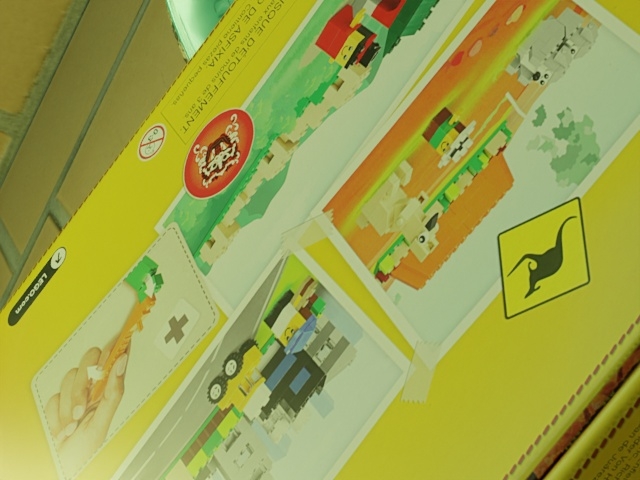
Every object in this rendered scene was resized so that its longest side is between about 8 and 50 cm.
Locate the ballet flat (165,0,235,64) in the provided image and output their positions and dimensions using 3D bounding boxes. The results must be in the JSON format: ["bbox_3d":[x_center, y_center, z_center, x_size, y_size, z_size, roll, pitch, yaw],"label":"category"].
[{"bbox_3d":[0.034,-0.006,1.037,0.164,0.182,0.482,-18,87,32],"label":"ballet flat"}]

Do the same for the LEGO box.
[{"bbox_3d":[0.071,0.025,0.740,0.500,0.193,0.372,-51,39,10],"label":"LEGO box"}]
